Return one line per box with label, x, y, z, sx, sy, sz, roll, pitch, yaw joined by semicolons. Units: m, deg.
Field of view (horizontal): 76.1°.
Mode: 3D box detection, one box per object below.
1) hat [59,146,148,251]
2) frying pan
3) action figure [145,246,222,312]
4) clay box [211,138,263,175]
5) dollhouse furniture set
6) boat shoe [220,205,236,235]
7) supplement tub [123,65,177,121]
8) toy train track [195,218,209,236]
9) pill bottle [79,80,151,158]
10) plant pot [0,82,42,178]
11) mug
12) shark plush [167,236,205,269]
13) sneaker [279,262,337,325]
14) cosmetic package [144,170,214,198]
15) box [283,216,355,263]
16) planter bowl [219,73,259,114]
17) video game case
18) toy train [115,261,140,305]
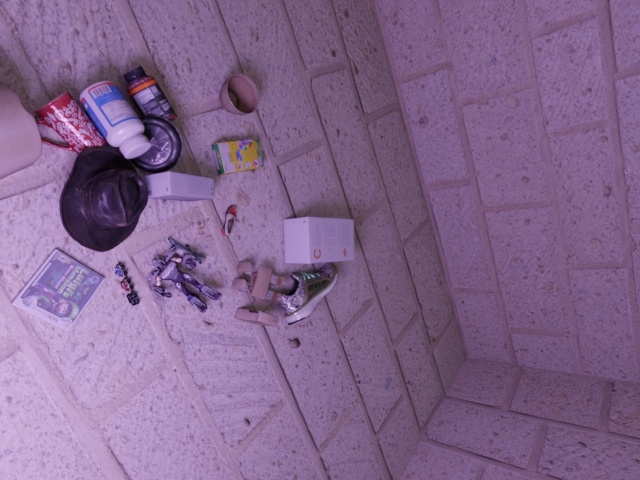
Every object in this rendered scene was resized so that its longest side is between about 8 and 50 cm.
hat;-0.629;-0.125;1.280;0.331;0.133;0.332;4;90;-72
frying pan;-0.595;-0.389;1.387;0.197;0.053;0.327;-19;108;-6
action figure;-0.501;0.145;1.484;0.185;0.099;0.285;-50;122;-9
clay box;-0.345;-0.356;1.733;0.222;0.053;0.128;-22;103;-48
dollhouse furniture set;-0.246;0.227;1.723;0.212;0.160;0.242;30;66;-43
boat shoe;-0.374;-0.083;1.691;0.049;0.043;0.137;32;63;-40
supplement tub;-0.597;-0.496;1.425;0.106;0.106;0.198;-48;121;-39
toy train track;-0.461;-0.050;1.613;0.048;0.014;0.083;44;56;-37
pill bottle;-0.642;-0.376;1.296;0.124;0.124;0.222;-38;98;-43
plant pot;-0.880;-0.244;0.969;0.305;0.333;0.334;-47;122;-52
mug;-0.768;-0.342;1.248;0.169;0.150;0.113;57;12;-34
shark plush;-0.511;0.046;1.546;0.161;0.073;0.067;33;41;-19
sneaker;-0.061;0.207;1.955;0.182;0.158;0.410;55;46;-15
cosmetic package;-0.496;-0.189;1.462;0.231;0.117;0.086;-2;87;-68
box;0.000;0.000;2.007;0.345;0.168;0.215;0;88;-49
planter bowl;-0.352;-0.595;1.700;0.162;0.109;0.162;3;86;-47
video game case;-0.783;0.152;1.236;0.173;0.022;0.191;46;55;-36
toy train;-0.655;0.148;1.378;0.036;0.027;0.159;-27;108;-34
